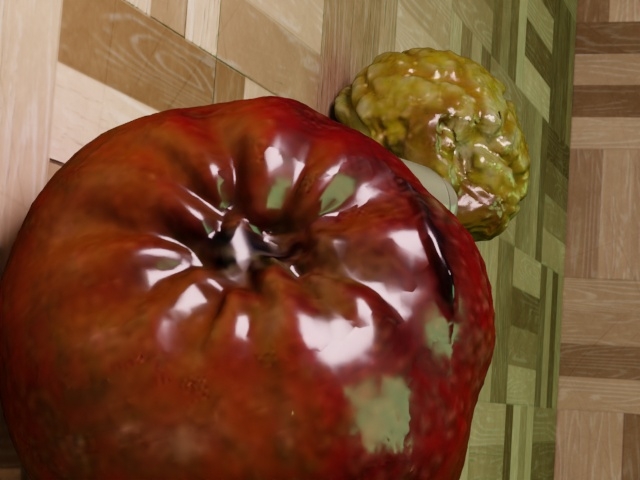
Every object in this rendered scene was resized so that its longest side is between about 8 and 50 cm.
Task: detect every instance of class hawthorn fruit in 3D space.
[{"bbox_3d":[-0.060,0.098,1.171,0.403,0.403,0.402,2,90,-71],"label":"hawthorn fruit"}]

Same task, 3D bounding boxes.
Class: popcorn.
[{"bbox_3d":[0.137,-0.119,1.901,0.247,0.282,0.282,-40,129,-63],"label":"popcorn"}]

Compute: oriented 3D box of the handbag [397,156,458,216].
[{"bbox_3d":[0.000,0.000,1.638,0.315,0.109,0.241,7,102,-39],"label":"handbag"}]
